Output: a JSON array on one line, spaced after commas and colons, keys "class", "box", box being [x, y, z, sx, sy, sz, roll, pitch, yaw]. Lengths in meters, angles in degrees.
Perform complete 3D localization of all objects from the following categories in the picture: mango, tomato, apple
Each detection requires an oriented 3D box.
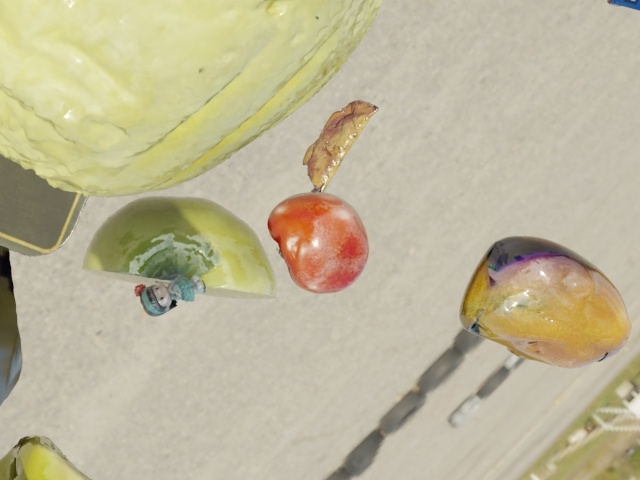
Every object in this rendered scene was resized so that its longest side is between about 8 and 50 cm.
[{"class": "mango", "box": [0.345, 0.097, 1.431, 0.287, 0.152, 0.201, 28, 152, -34]}, {"class": "tomato", "box": [0.000, 0.000, 1.600, 0.151, 0.187, 0.187, -16, 163, 12]}, {"class": "apple", "box": [-0.275, 0.053, 1.883, 0.312, 0.320, 0.360, -36, -179, -8]}]

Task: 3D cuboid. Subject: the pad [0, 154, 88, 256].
[{"class": "pad", "box": [-0.405, -0.122, 0.963, 0.063, 0.376, 0.314, 42, 69, -79]}]

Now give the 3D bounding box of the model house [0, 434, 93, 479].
[{"class": "model house", "box": [-0.142, 0.222, 0.489, 0.175, 0.193, 0.234, -45, -171, 5]}]

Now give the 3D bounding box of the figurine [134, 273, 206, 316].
[{"class": "figurine", "box": [-0.237, 0.082, 1.503, 0.106, 0.060, 0.047, -19, 158, -22]}]

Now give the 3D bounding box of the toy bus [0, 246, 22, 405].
[{"class": "toy bus", "box": [-0.489, 0.041, 1.165, 0.171, 0.162, 0.386, -67, 162, -61]}]

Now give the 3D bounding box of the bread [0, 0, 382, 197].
[{"class": "bread", "box": [-0.103, -0.172, 0.671, 0.320, 0.237, 0.320, -39, -171, 8]}]

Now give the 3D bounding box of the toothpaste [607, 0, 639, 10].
[{"class": "toothpaste", "box": [0.308, -0.302, 0.697, 0.320, 0.076, 0.066, 103, 1, -57]}]

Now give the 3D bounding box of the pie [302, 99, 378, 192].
[{"class": "pie", "box": [0.022, -0.154, 1.486, 0.034, 0.092, 0.170, 22, 107, -40]}]
